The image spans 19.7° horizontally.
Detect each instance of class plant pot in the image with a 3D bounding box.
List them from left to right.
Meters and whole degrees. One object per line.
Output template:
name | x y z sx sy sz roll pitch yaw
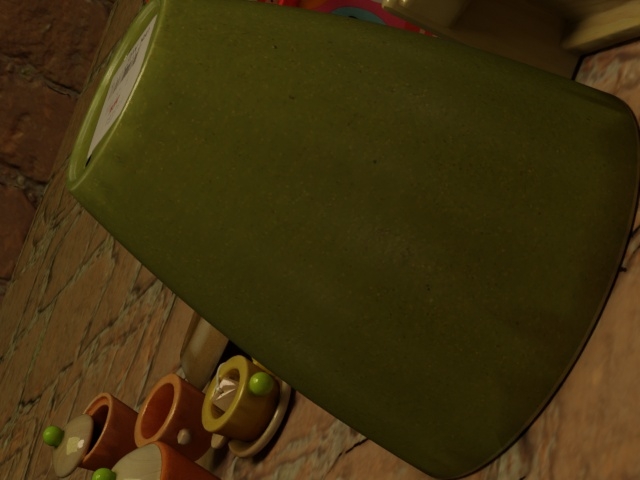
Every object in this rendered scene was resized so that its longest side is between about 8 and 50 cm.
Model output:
plant pot | -0.083 0.029 1.730 0.236 0.032 0.236 -157 90 -84
plant pot | 0.000 -0.031 1.159 0.275 0.293 0.275 -56 18 29

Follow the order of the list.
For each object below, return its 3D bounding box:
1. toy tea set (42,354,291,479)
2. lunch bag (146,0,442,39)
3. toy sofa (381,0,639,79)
toy tea set | -0.167 0.189 1.597 0.336 0.124 0.200 -21 46 55
lunch bag | -0.010 -0.162 1.448 0.120 0.258 0.293 -37 33 63
toy sofa | 0.185 -0.213 1.103 0.177 0.150 0.362 -70 16 -9
